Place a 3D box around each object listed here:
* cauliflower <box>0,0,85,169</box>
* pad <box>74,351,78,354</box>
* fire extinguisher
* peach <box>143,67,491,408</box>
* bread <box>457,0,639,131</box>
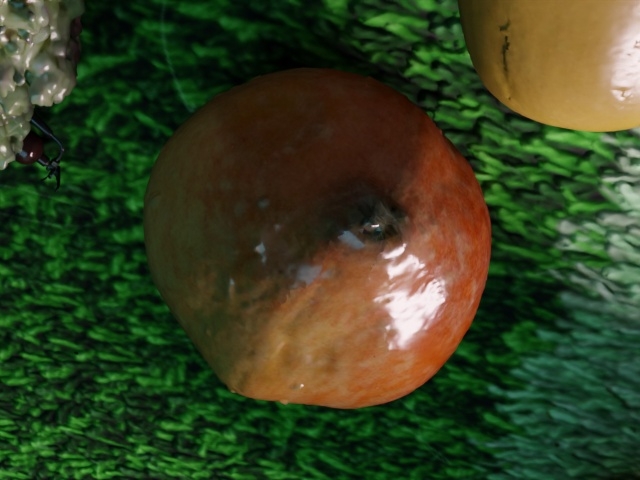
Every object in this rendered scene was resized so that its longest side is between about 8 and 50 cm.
[{"bbox_3d":[-0.260,-0.133,0.800,0.239,0.315,0.256,39,138,29],"label":"cauliflower"},{"bbox_3d":[-0.293,-0.032,1.074,0.323,0.055,0.250,22,140,31],"label":"pad"},{"bbox_3d":[-0.216,-0.082,1.015,0.100,0.032,0.046,37,102,-11],"label":"fire extinguisher"},{"bbox_3d":[0.000,0.000,0.850,0.232,0.232,0.233,13,135,14],"label":"peach"},{"bbox_3d":[0.136,-0.147,0.732,0.147,0.098,0.217,10,133,22],"label":"bread"}]
